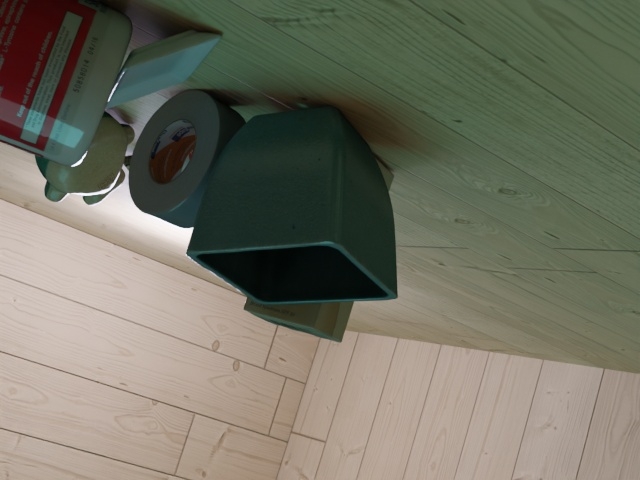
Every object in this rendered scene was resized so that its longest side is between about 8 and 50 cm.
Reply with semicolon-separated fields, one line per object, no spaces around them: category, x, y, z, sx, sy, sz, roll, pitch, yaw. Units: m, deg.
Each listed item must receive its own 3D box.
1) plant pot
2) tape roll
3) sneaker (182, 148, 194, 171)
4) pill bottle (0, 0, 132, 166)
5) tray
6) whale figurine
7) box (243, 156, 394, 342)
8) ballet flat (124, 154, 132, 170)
plant pot;-0.025;-0.060;1.621;0.247;0.252;0.247;-4;157;25
tape roll;-0.216;-0.132;1.723;0.219;0.219;0.072;6;165;46
sneaker;-0.157;-0.154;1.875;0.270;0.090;0.145;15;168;-3
pill bottle;-0.479;-0.271;1.416;0.407;0.229;0.229;21;169;-16
tray;-0.240;-0.249;1.527;0.145;0.030;0.270;-24;-177;-19
whale figurine;-0.465;-0.166;2.071;0.141;0.216;0.272;45;170;14
box;0.000;0.000;1.792;0.148;0.311;0.121;11;169;28
ballet flat;-0.319;-0.129;2.330;0.250;0.058;0.084;18;169;-3
